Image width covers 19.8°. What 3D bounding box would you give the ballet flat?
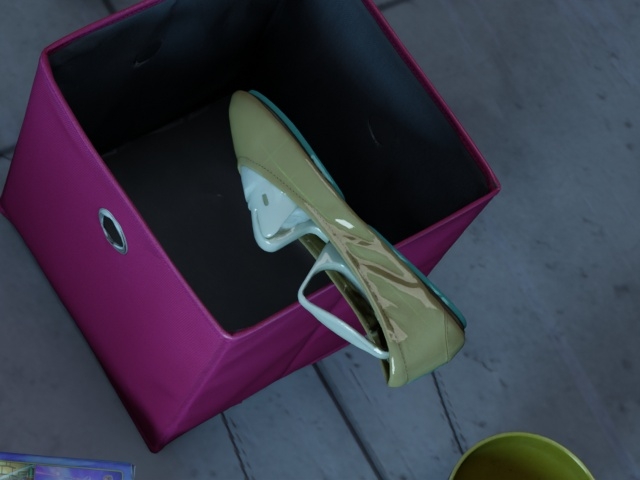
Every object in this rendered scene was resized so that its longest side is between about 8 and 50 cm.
[{"bbox_3d":[0.000,0.000,1.221,0.073,0.080,0.232,-40,81,-13],"label":"ballet flat"}]

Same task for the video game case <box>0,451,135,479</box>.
[{"bbox_3d":[-0.274,0.271,1.308,0.270,0.061,0.244,7,65,-14],"label":"video game case"}]

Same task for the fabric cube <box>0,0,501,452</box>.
[{"bbox_3d":[-0.067,-0.034,1.403,0.259,0.258,0.254,-28,78,-27],"label":"fabric cube"}]

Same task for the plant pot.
[{"bbox_3d":[0.146,0.228,1.439,0.134,0.095,0.134,7,64,-14],"label":"plant pot"}]
